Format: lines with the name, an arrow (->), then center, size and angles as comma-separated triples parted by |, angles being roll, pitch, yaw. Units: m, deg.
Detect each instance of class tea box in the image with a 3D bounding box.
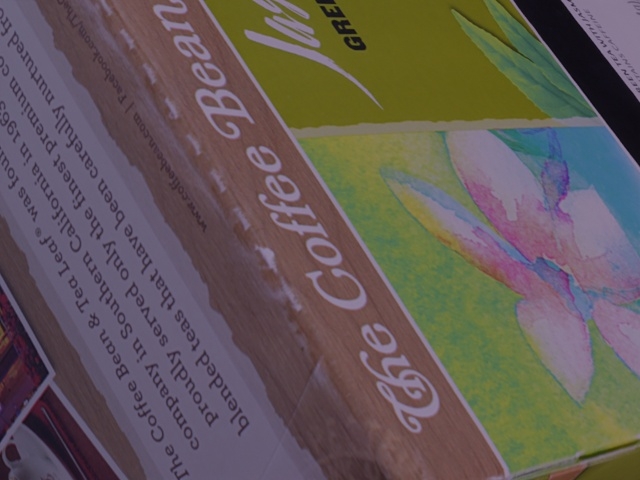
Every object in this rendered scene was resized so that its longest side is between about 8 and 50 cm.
tea box -> 0.000, 0.000, 0.645 | 0.323, 0.220, 0.329 | -8, 56, -46
